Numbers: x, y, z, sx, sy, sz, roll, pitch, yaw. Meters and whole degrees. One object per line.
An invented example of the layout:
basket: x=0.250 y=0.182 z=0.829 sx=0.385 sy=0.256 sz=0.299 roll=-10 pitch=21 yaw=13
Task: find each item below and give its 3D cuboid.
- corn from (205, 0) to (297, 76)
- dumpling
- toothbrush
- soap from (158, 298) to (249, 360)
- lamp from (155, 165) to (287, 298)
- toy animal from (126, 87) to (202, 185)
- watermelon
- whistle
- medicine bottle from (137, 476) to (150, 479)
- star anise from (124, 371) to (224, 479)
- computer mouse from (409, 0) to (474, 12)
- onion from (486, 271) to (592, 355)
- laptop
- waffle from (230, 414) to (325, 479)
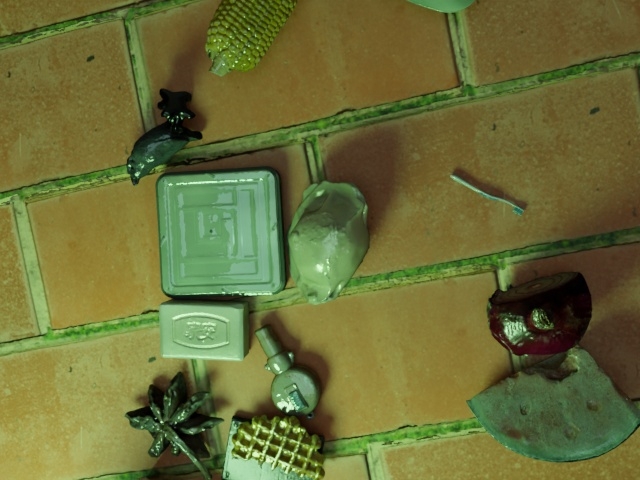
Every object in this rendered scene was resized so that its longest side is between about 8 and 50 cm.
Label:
corn: x=-0.117 y=-0.475 z=1.311 sx=0.130 sy=0.130 sz=0.347 roll=33 pitch=95 yaw=5
dumpling: x=0.000 y=0.000 z=1.323 sx=0.193 sy=0.147 sz=0.258 roll=21 pitch=103 yaw=37
toothbrush: x=0.334 y=-0.095 z=1.327 sx=0.162 sy=0.014 sz=0.017 roll=30 pitch=78 yaw=6
soap: x=-0.244 y=0.186 z=1.398 sx=0.183 sy=0.064 sz=0.122 roll=1 pitch=96 yaw=9
lamp: x=-0.209 y=-0.015 z=1.389 sx=0.269 sy=0.047 sz=0.267 roll=-3 pitch=91 yaw=8
toy animal: x=-0.327 y=-0.205 z=1.393 sx=0.117 sy=0.121 sz=0.210 roll=18 pitch=120 yaw=-36
watermelon: x=0.454 y=0.312 z=1.294 sx=0.318 sy=0.148 sz=0.226 roll=1 pitch=75 yaw=21
whistle: x=-0.071 y=0.277 z=1.383 sx=0.107 sy=0.057 sz=0.220 roll=-29 pitch=87 yaw=10
medicine bottle: x=-0.348 y=0.656 z=1.343 sx=0.240 sy=0.252 sz=0.253 roll=34 pitch=97 yaw=5
star anise: x=-0.303 y=0.400 z=1.405 sx=0.231 sy=0.089 sz=0.209 roll=33 pitch=105 yaw=17
computer mouse: x=0.188 y=-0.545 z=1.281 sx=0.288 sy=0.097 sz=0.160 roll=29 pitch=98 yaw=17
onion: x=0.412 y=0.146 z=1.225 sx=0.195 sy=0.218 sz=0.140 roll=-11 pitch=93 yaw=10
laptop: x=-0.104 y=0.468 z=1.412 sx=0.207 sy=0.026 sz=0.154 roll=11 pitch=94 yaw=7
waffle: x=-0.090 y=0.436 z=1.374 sx=0.191 sy=0.046 sz=0.161 roll=-15 pitch=101 yaw=12
